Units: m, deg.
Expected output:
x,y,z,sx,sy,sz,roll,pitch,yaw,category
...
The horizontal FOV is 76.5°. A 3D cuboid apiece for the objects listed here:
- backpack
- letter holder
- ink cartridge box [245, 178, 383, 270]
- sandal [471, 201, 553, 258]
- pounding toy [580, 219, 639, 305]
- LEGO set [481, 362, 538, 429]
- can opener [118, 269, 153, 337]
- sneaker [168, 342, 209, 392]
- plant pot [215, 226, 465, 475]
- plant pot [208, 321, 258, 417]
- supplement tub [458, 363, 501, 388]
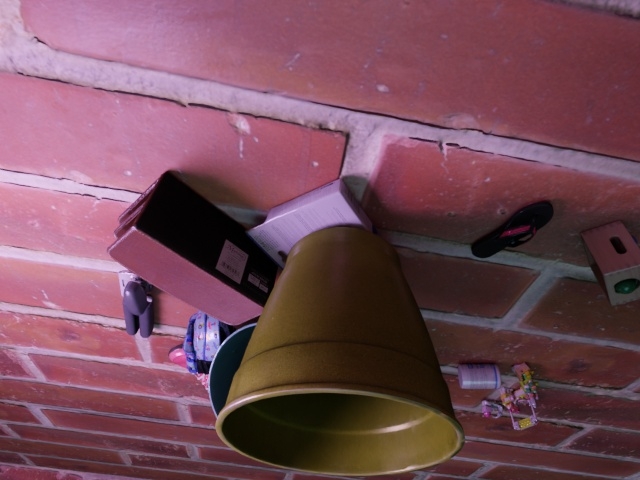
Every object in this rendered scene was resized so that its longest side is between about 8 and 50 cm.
x,y,z,sx,sy,sz,roll,pitch,yaw,category
-0.279,0.235,1.023,0.116,0.158,0.173,2,133,-6,backpack
-0.272,0.048,0.839,0.214,0.152,0.302,-30,126,32,letter holder
0.000,0.000,0.837,0.223,0.045,0.223,-20,131,24,ink cartridge box
0.379,-0.008,0.798,0.067,0.040,0.179,28,131,-21,sandal
0.587,0.056,0.773,0.100,0.141,0.130,-23,129,25,pounding toy
0.608,0.488,1.233,0.132,0.107,0.287,7,136,-2,LEGO set
-0.472,0.179,1.027,0.075,0.095,0.283,14,135,-8,can opener
-0.304,0.401,1.208,0.313,0.136,0.116,26,131,-20,sneaker
0.035,0.176,0.728,0.366,0.353,0.367,2,136,2,plant pot
-0.088,0.322,1.001,0.292,0.235,0.293,0,91,11,plant pot
0.460,0.394,1.178,0.107,0.071,0.071,-2,135,7,supplement tub
